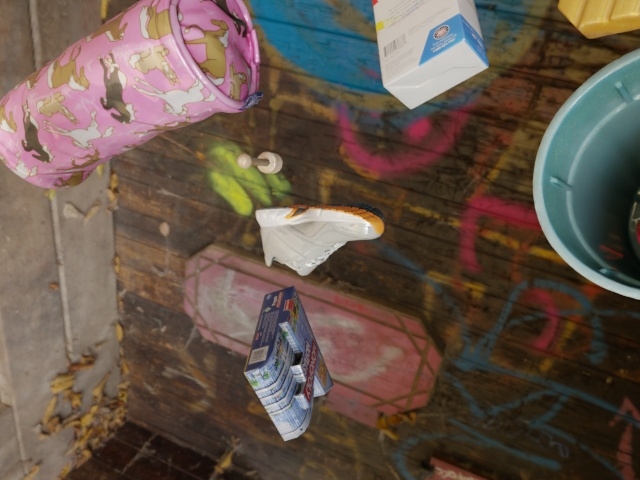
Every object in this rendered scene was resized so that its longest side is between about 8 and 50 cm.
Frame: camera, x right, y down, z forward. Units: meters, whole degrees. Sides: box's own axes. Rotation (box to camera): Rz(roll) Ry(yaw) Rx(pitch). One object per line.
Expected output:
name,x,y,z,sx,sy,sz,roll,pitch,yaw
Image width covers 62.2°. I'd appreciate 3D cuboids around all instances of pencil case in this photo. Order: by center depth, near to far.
pencil case,-0.257,-0.184,0.685,0.167,0.386,0.160,51,38,-38

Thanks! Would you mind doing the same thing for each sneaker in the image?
sneaker,0.000,0.000,0.888,0.099,0.262,0.121,-10,98,-45

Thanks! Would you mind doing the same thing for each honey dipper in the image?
honey dipper,-0.079,-0.103,0.690,0.160,0.030,0.031,-42,148,-81

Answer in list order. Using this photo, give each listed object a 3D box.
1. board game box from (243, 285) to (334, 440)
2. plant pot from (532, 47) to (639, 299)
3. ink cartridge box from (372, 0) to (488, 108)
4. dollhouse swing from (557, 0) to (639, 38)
board game box,-0.040,0.209,0.858,0.194,0.060,0.194,-82,151,-60
plant pot,0.541,-0.060,0.772,0.334,0.341,0.341,17,91,-46
ink cartridge box,0.156,-0.333,0.792,0.078,0.134,0.231,22,56,-44
dollhouse swing,0.338,-0.428,0.485,0.315,0.346,0.305,39,79,-29
